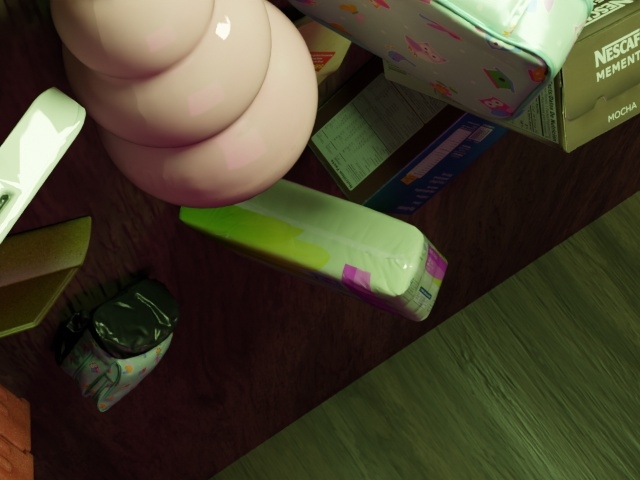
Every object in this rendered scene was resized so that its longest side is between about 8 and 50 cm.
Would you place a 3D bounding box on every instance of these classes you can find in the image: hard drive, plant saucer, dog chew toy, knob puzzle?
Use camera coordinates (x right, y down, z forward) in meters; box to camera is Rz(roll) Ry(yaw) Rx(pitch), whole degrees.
[{"bbox_3d":[-0.326,0.024,1.236,0.233,0.047,0.353,-60,-166,-28],"label":"hard drive"},{"bbox_3d":[-0.357,0.061,1.619,0.188,0.045,0.188,-18,157,-48],"label":"plant saucer"},{"bbox_3d":[-0.124,-0.157,1.213,0.207,0.206,0.332,-36,157,0],"label":"dog chew toy"},{"bbox_3d":[-0.041,-0.197,1.559,0.213,0.030,0.213,-32,164,-11],"label":"knob puzzle"}]

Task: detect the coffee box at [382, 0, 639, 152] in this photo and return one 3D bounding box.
[{"bbox_3d":[0.218,-0.217,1.542,0.168,0.297,0.118,-28,125,-27],"label":"coffee box"}]

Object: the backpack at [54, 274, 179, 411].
[{"bbox_3d":[-0.276,0.144,1.904,0.152,0.115,0.182,-24,164,-43],"label":"backpack"}]

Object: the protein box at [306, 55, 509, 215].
[{"bbox_3d":[0.116,-0.148,1.834,0.201,0.136,0.200,-41,164,18],"label":"protein box"}]

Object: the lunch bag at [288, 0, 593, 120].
[{"bbox_3d":[0.097,-0.230,1.310,0.107,0.279,0.224,-58,179,-12],"label":"lunch bag"}]

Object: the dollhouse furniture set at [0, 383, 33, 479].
[{"bbox_3d":[-0.490,0.195,1.568,0.201,0.152,0.374,-20,142,10],"label":"dollhouse furniture set"}]

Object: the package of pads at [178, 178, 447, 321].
[{"bbox_3d":[0.000,0.000,1.764,0.229,0.297,0.101,38,73,-74],"label":"package of pads"}]
